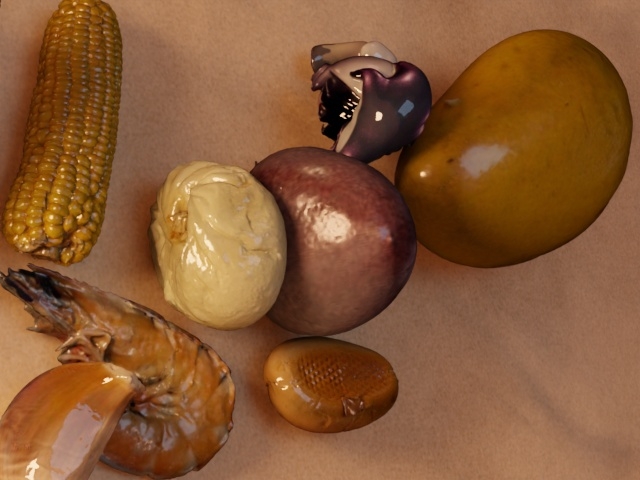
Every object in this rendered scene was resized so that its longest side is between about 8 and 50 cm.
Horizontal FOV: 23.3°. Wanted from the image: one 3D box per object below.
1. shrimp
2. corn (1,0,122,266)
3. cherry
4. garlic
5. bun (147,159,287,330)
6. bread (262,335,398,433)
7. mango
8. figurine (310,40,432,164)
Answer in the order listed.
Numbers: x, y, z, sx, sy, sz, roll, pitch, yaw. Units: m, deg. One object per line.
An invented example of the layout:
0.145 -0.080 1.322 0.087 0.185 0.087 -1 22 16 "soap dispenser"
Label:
-0.214 0.136 1.577 0.317 0.062 0.164 37 61 -30 "shrimp"
-0.253 -0.118 1.587 0.102 0.102 0.313 28 58 -37 "corn"
0.000 0.000 1.731 0.183 0.266 0.213 -25 109 -30 "cherry"
-0.253 0.203 1.462 0.090 0.128 0.198 53 51 -31 "garlic"
-0.118 0.003 1.637 0.111 0.164 0.188 5 74 -47 "bun"
0.007 0.168 1.779 0.189 0.077 0.114 8 51 -43 "bread"
0.249 -0.114 1.993 0.445 0.220 0.301 -22 124 -53 "mango"
0.065 -0.164 1.845 0.145 0.145 0.222 47 16 -25 "figurine"
